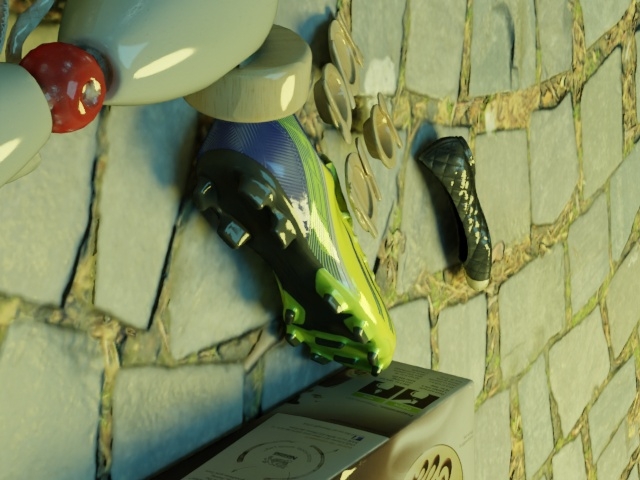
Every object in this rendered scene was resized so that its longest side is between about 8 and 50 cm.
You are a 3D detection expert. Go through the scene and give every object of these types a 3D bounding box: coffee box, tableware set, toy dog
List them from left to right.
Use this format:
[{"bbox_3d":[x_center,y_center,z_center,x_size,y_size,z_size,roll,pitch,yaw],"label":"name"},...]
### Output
[{"bbox_3d":[-0.140,-0.124,0.656,0.333,0.161,0.220,-12,118,-57],"label":"toy dog"},{"bbox_3d":[0.001,0.224,0.956,0.297,0.119,0.168,-22,115,-50],"label":"coffee box"},{"bbox_3d":[0.030,-0.095,0.961,0.169,0.020,0.141,-74,145,-53],"label":"tableware set"}]

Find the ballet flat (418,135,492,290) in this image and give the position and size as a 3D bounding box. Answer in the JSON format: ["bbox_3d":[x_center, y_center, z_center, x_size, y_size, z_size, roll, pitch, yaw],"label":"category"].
[{"bbox_3d":[0.131,-0.024,1.158,0.049,0.057,0.173,-20,120,-5],"label":"ballet flat"}]

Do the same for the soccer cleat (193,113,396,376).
[{"bbox_3d":[0.001,0.000,0.936,0.289,0.093,0.121,58,45,-43],"label":"soccer cleat"}]
